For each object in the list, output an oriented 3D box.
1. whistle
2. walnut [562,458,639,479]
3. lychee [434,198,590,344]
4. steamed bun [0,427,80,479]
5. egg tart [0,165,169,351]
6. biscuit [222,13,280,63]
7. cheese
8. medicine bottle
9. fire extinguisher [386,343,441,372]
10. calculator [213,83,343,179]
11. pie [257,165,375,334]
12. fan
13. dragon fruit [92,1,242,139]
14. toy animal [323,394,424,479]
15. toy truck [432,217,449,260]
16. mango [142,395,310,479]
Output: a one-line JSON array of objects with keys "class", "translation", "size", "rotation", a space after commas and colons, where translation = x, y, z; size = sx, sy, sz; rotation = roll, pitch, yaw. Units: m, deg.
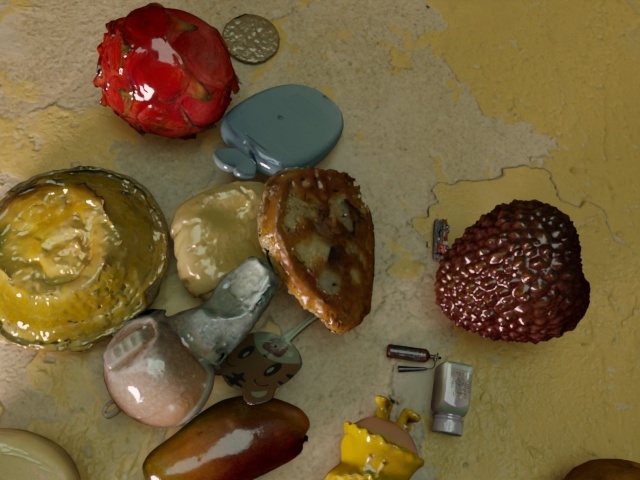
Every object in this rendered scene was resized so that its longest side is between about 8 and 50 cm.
[{"class": "whistle", "translation": [-0.199, 0.169, 1.105], "size": [0.348, 0.189, 0.189], "rotation": [-40, 80, -4]}, {"class": "walnut", "translation": [0.489, 0.438, 1.132], "size": [0.207, 0.167, 0.167], "rotation": [8, 69, 3]}, {"class": "lychee", "translation": [0.327, 0.062, 1.215], "size": [0.271, 0.271, 0.272], "rotation": [3, 70, -8]}, {"class": "steamed bun", "translation": [-0.474, 0.348, 1.001], "size": [0.250, 0.200, 0.155], "rotation": [-3, 70, -13]}, {"class": "egg tart", "translation": [-0.426, 0.017, 1.149], "size": [0.345, 0.132, 0.346], "rotation": [0, 74, 0]}, {"class": "biscuit", "translation": [-0.141, -0.411, 1.422], "size": [0.120, 0.015, 0.120], "rotation": [3, 70, -8]}, {"class": "cheese", "translation": [-0.145, 0.007, 1.222], "size": [0.225, 0.117, 0.214], "rotation": [-13, 79, -18]}, {"class": "medicine bottle", "translation": [0.224, 0.273, 1.200], "size": [0.054, 0.074, 0.118], "rotation": [13, 69, -4]}, {"class": "fire extinguisher", "translation": [0.166, 0.213, 1.236], "size": [0.100, 0.032, 0.046], "rotation": [9, 59, 1]}, {"class": "calculator", "translation": [-0.075, -0.203, 1.300], "size": [0.188, 0.042, 0.302], "rotation": [39, 48, 10]}, {"class": "pie", "translation": [0.001, 0.000, 1.198], "size": [0.308, 0.085, 0.308], "rotation": [20, 60, -39]}, {"class": "fan", "translation": [-0.075, 0.183, 1.187], "size": [0.152, 0.008, 0.226], "rotation": [24, 47, 38]}, {"class": "dragon fruit", "translation": [-0.276, -0.299, 1.250], "size": [0.252, 0.241, 0.241], "rotation": [41, 68, -16]}, {"class": "toy animal", "translation": [0.080, 0.369, 1.119], "size": [0.156, 0.156, 0.230], "rotation": [28, 79, 2]}, {"class": "toy truck", "translation": [0.228, -0.001, 1.326], "size": [0.032, 0.024, 0.083], "rotation": [8, 70, -10]}, {"class": "mango", "translation": [-0.148, 0.322, 1.107], "size": [0.267, 0.111, 0.133], "rotation": [-17, 83, -16]}]
